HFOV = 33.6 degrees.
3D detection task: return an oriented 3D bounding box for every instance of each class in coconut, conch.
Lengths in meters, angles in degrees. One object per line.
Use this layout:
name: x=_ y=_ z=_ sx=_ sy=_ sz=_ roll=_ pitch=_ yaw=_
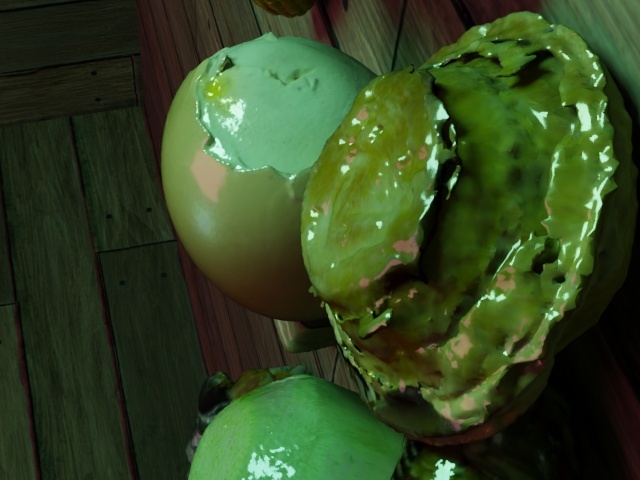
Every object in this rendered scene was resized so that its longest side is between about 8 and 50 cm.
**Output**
coconut: x=0.004 y=0.231 z=0.944 sx=0.235 sy=0.236 sz=0.204 roll=92 pitch=-174 yaw=-46
conch: x=0.091 y=0.145 z=0.638 sx=0.187 sy=0.124 sz=0.181 roll=-34 pitch=-51 yaw=-82

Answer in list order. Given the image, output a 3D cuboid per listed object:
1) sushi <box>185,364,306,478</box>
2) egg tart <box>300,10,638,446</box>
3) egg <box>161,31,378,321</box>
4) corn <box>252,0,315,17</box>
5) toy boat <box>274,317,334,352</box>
sushi: x=-0.062 y=0.383 z=1.447 sx=0.417 sy=0.176 sz=0.417 roll=168 pitch=90 yaw=-70
egg tart: x=0.059 y=-0.012 z=0.560 sx=0.241 sy=0.106 sz=0.241 roll=-32 pitch=50 yaw=48
egg: x=-0.020 y=-0.040 z=0.825 sx=0.244 sy=0.201 sz=0.201 roll=90 pitch=164 yaw=-45
corn: x=-0.058 y=-0.270 z=0.926 sx=0.248 sy=0.081 sz=0.081 roll=40 pitch=-146 yaw=-70
toy boat: x=0.000 y=0.000 z=0.976 sx=0.061 sy=0.116 sz=0.188 roll=126 pitch=130 yaw=-68
